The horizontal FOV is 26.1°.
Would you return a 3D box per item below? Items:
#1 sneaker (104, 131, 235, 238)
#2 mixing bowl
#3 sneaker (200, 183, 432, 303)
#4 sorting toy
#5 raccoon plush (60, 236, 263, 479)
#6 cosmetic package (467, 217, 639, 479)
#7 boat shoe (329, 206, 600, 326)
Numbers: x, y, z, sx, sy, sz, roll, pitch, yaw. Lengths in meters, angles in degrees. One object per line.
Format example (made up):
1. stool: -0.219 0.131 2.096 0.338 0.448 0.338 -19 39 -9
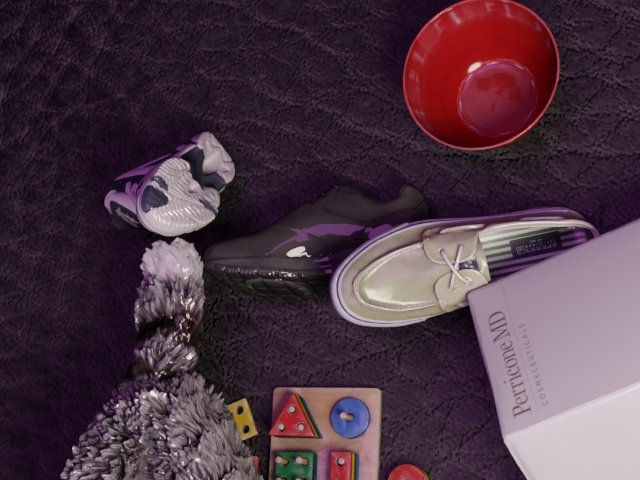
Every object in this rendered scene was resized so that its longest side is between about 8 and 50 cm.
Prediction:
1. sneaker: -0.203 -0.040 1.655 0.153 0.235 0.094 -32 108 23
2. mixing bowl: 0.195 -0.178 1.592 0.181 0.098 0.181 -5 75 20
3. sneaker: 0.000 0.000 1.629 0.286 0.109 0.130 -4 69 10
4. sorting toy: -0.009 0.234 1.593 0.274 0.046 0.132 -2 76 20
5. raccoon plush: -0.101 0.226 1.496 0.299 0.216 0.447 4 92 26
6. cosmetic package: 0.396 0.083 1.371 0.453 0.161 0.230 -25 35 13
7. boat shoe: 0.157 0.019 1.500 0.302 0.094 0.109 -16 90 -8
